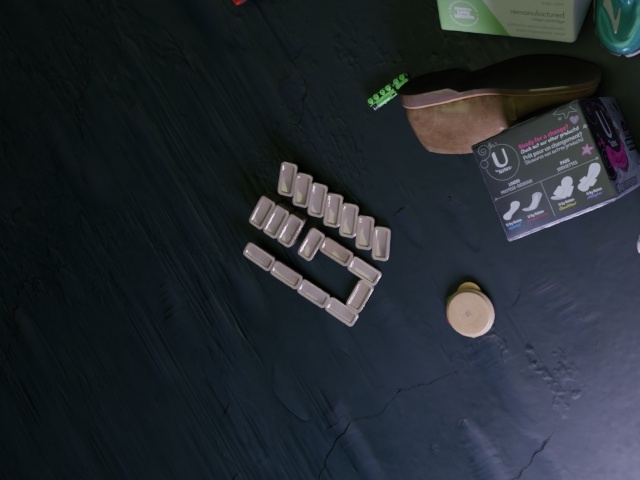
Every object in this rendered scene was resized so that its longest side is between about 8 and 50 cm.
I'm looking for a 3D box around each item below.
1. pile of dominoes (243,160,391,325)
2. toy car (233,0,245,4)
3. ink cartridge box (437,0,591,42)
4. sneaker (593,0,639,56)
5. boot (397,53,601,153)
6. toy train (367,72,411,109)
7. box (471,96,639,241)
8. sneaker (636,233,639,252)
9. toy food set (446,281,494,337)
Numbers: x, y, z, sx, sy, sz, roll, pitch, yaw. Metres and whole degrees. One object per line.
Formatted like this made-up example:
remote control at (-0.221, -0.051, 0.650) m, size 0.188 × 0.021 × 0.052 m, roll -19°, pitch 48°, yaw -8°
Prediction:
pile of dominoes at (0.000, 0.000, 1.702) m, size 0.251 × 0.040 × 0.196 m, roll 34°, pitch 113°, yaw 9°
toy car at (-0.186, -0.531, 1.669) m, size 0.239 × 0.053 × 0.225 m, roll 21°, pitch 109°, yaw 22°
ink cartridge box at (0.249, -0.446, 1.316) m, size 0.207 × 0.119 × 0.353 m, roll 11°, pitch 143°, yaw 25°
sneaker at (0.432, -0.387, 1.344) m, size 0.107 × 0.110 × 0.275 m, roll 20°, pitch 109°, yaw 23°
boot at (0.274, -0.202, 1.485) m, size 0.305 × 0.112 × 0.115 m, roll -4°, pitch 120°, yaw 31°
toy train at (0.111, -0.238, 1.594) m, size 0.083 × 0.017 × 0.023 m, roll -35°, pitch 94°, yaw 28°
box at (0.338, -0.108, 1.370) m, size 0.163 × 0.247 × 0.142 m, roll -24°, pitch 88°, yaw 28°
sneaker at (0.530, -0.088, 1.361) m, size 0.256 × 0.094 × 0.151 m, roll -29°, pitch 92°, yaw 19°
toy food set at (0.240, 0.115, 1.596) m, size 0.083 × 0.020 × 0.082 m, roll 46°, pitch 117°, yaw 12°
